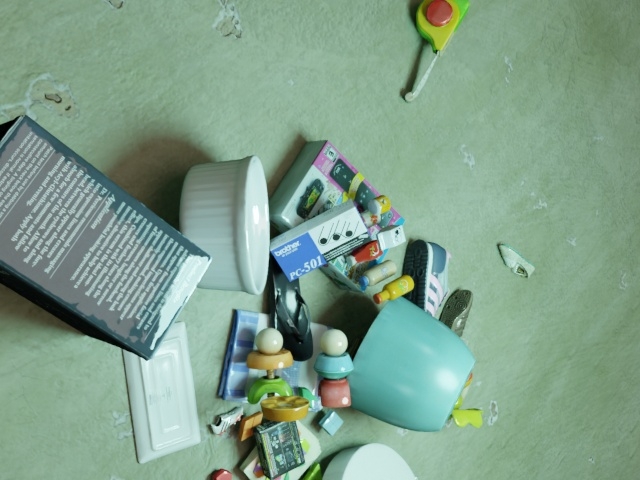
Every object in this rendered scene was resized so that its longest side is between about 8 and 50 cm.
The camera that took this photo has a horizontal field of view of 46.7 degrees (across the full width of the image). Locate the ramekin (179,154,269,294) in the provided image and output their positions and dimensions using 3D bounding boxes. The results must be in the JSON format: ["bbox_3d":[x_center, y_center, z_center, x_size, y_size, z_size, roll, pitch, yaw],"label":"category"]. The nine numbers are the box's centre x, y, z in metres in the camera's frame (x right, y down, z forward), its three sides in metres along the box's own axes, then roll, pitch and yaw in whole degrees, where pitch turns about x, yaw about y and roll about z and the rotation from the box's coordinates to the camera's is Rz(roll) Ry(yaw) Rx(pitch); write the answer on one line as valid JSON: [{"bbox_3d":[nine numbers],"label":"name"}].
[{"bbox_3d":[-0.187,-0.029,1.474,0.135,0.277,0.277,-1,93,4],"label":"ramekin"}]

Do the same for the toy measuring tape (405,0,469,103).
[{"bbox_3d":[0.273,-0.523,1.926,0.121,0.121,0.330,29,92,-34],"label":"toy measuring tape"}]

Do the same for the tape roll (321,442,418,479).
[{"bbox_3d":[0.135,0.682,1.766,0.392,0.072,0.392,33,46,-42],"label":"tape roll"}]

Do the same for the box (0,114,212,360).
[{"bbox_3d":[-0.441,0.001,1.261,0.395,0.293,0.212,42,68,-31],"label":"box"}]

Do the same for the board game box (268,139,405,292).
[{"bbox_3d":[0.036,-0.054,1.749,0.303,0.097,0.224,43,68,-31],"label":"board game box"}]

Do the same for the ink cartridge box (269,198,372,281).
[{"bbox_3d":[0.000,0.000,1.623,0.207,0.046,0.097,-27,121,5],"label":"ink cartridge box"}]

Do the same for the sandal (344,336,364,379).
[{"bbox_3d":[0.061,0.309,1.814,0.180,0.049,0.072,-53,127,-40],"label":"sandal"}]

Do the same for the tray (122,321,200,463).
[{"bbox_3d":[-0.321,0.314,1.529,0.145,0.030,0.270,-11,98,-36],"label":"tray"}]

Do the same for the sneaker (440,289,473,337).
[{"bbox_3d":[0.370,0.225,2.045,0.188,0.066,0.071,-57,139,-15],"label":"sneaker"}]

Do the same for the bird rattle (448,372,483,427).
[{"bbox_3d":[0.346,0.370,1.978,0.207,0.143,0.254,-49,124,-47],"label":"bird rattle"}]

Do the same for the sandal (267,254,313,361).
[{"bbox_3d":[-0.068,0.152,1.676,0.097,0.054,0.255,-13,90,-38],"label":"sandal"}]

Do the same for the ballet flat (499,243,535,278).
[{"bbox_3d":[0.580,0.067,2.196,0.168,0.057,0.052,31,83,-34],"label":"ballet flat"}]

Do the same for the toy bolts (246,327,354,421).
[{"bbox_3d":[-0.036,0.270,1.560,0.228,0.218,0.159,-1,94,-11],"label":"toy bolts"}]

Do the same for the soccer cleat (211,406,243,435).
[{"bbox_3d":[-0.204,0.390,1.622,0.083,0.029,0.036,-41,119,-24],"label":"soccer cleat"}]

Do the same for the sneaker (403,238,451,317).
[{"bbox_3d":[0.284,0.164,1.936,0.131,0.112,0.319,12,86,-37],"label":"sneaker"}]

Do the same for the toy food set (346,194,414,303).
[{"bbox_3d":[0.121,0.022,1.687,0.104,0.111,0.232,-25,107,-33],"label":"toy food set"}]

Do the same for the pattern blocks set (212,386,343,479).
[{"bbox_3d":[-0.090,0.496,1.690,0.285,0.026,0.325,41,74,-34],"label":"pattern blocks set"}]

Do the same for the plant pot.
[{"bbox_3d":[0.219,0.307,1.731,0.293,0.235,0.293,-55,163,-27],"label":"plant pot"}]

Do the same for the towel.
[{"bbox_3d":[-0.091,0.279,1.702,0.285,0.034,0.209,16,81,-36],"label":"towel"}]

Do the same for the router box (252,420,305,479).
[{"bbox_3d":[-0.091,0.455,1.641,0.092,0.038,0.122,-19,104,-30],"label":"router box"}]
